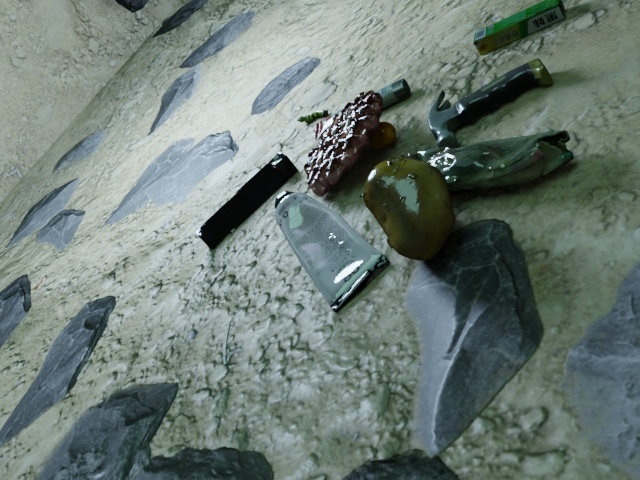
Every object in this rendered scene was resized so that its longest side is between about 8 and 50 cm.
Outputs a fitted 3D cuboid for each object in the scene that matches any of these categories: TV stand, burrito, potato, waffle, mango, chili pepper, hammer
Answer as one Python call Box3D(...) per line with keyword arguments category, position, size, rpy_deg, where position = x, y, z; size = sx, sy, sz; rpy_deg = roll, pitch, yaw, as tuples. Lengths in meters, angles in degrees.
Box3D(category="TV stand", position=(-0.160, -0.087, 1.603), size=(0.256, 0.049, 0.040), rpy_deg=(-43, 32, -7))
Box3D(category="burrito", position=(0.249, -0.117, 1.182), size=(0.309, 0.066, 0.096), rpy_deg=(-6, 46, 42))
Box3D(category="potato", position=(0.142, -0.051, 1.143), size=(0.137, 0.137, 0.176), rpy_deg=(-32, 65, 12))
Box3D(category="waffle", position=(0.046, -0.196, 1.472), size=(0.234, 0.055, 0.221), rpy_deg=(-53, 19, 17))
Box3D(category="mango", position=(0.114, -0.209, 1.468), size=(0.060, 0.046, 0.089), rpy_deg=(-52, 28, -16))
Box3D(category="chili pepper", position=(-0.018, -0.294, 1.749), size=(0.083, 0.022, 0.027), rpy_deg=(-12, 38, 32))
Box3D(category="hammer", position=(0.299, -0.255, 1.335), size=(0.226, 0.041, 0.158), rpy_deg=(-28, 34, 20))

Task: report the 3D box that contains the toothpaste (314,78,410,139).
Box3D(category="toothpaste", position=(0.085, -0.283, 1.609), size=(0.239, 0.039, 0.062), rpy_deg=(-23, 41, 30))

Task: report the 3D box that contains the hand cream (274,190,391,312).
Box3D(category="hand cream", position=(0.000, 0.000, 1.314), size=(0.121, 0.076, 0.336), rpy_deg=(-45, 37, 2))

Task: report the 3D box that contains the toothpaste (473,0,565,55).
Box3D(category="toothpaste", position=(0.390, -0.423, 1.462), size=(0.178, 0.037, 0.043), rpy_deg=(-19, 33, 31))
